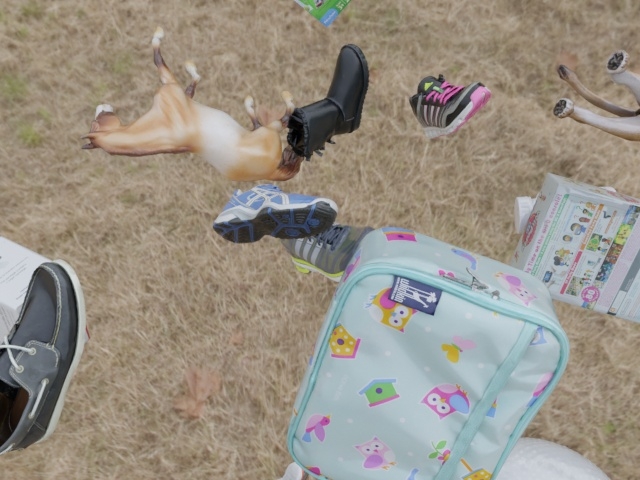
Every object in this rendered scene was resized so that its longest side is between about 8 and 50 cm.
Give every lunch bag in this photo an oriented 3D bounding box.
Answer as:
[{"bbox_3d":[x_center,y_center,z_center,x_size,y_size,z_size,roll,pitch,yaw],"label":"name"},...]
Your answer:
[{"bbox_3d":[0.101,0.136,0.594,0.224,0.279,0.108,21,27,3],"label":"lunch bag"}]

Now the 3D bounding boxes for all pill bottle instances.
[{"bbox_3d":[0.513,-0.056,1.269,0.194,0.108,0.108,-2,65,9],"label":"pill bottle"}]

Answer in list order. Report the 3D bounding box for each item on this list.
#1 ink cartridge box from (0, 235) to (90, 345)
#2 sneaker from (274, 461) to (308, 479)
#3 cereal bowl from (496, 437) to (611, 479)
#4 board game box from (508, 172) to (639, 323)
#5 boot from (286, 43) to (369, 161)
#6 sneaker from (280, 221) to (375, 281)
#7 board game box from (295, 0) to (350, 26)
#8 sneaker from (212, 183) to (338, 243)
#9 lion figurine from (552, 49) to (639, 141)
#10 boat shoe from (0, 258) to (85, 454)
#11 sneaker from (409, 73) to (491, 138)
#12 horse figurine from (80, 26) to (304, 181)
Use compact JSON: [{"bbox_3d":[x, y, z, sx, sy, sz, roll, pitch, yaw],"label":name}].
[{"bbox_3d":[-0.569,0.097,1.072,0.273,0.197,0.114,22,46,19],"label":"ink cartridge box"},{"bbox_3d":[-0.070,0.606,1.498,0.065,0.158,0.061,7,41,-43],"label":"sneaker"},{"bbox_3d":[0.336,0.492,0.952,0.339,0.141,0.338,-5,75,17],"label":"cereal bowl"},{"bbox_3d":[0.548,0.022,1.153,0.303,0.224,0.097,16,22,1],"label":"board game box"},{"bbox_3d":[0.006,-0.159,0.705,0.099,0.121,0.045,-31,52,-33],"label":"boot"},{"bbox_3d":[0.000,0.000,1.140,0.121,0.300,0.111,46,67,-21],"label":"sneaker"},{"bbox_3d":[-0.014,-0.499,1.051,0.211,0.160,0.039,29,32,-33],"label":"board game box"},{"bbox_3d":[-0.069,-0.050,0.899,0.211,0.080,0.081,-2,57,31],"label":"sneaker"},{"bbox_3d":[0.507,-0.154,0.805,0.240,0.142,0.392,12,27,-21],"label":"lion figurine"},{"bbox_3d":[-0.331,0.135,0.689,0.084,0.079,0.233,22,99,25],"label":"boat shoe"},{"bbox_3d":[0.158,-0.181,0.781,0.063,0.170,0.075,-41,97,-5],"label":"sneaker"},{"bbox_3d":[-0.116,-0.131,0.689,0.263,0.066,0.174,23,49,-27],"label":"horse figurine"}]
